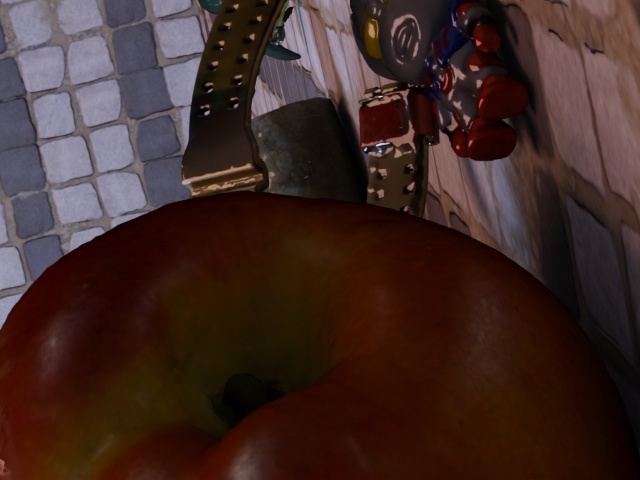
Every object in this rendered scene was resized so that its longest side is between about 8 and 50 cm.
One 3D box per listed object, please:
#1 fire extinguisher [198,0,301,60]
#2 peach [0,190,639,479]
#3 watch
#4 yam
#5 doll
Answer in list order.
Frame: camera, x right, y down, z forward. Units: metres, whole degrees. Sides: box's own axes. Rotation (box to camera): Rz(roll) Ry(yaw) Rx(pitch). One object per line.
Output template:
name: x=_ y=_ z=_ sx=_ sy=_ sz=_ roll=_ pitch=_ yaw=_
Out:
fire extinguisher: x=-0.086 y=-0.317 z=1.751 sx=0.114 sy=0.095 sz=0.311 roll=-23 pitch=-76 yaw=-51
peach: x=-0.012 y=0.140 z=0.885 sx=0.406 sy=0.335 sz=0.310 roll=70 pitch=-175 yaw=-64
watch: x=0.003 y=-0.079 z=1.080 sx=0.165 sy=0.102 sz=0.268 roll=42 pitch=-127 yaw=-37
yam: x=0.000 y=0.000 z=1.614 sx=0.106 sy=0.106 sz=0.259 roll=92 pitch=163 yaw=-70
doll: x=0.056 y=-0.117 z=0.984 sx=0.104 sy=0.062 sz=0.195 roll=80 pitch=166 yaw=-46
